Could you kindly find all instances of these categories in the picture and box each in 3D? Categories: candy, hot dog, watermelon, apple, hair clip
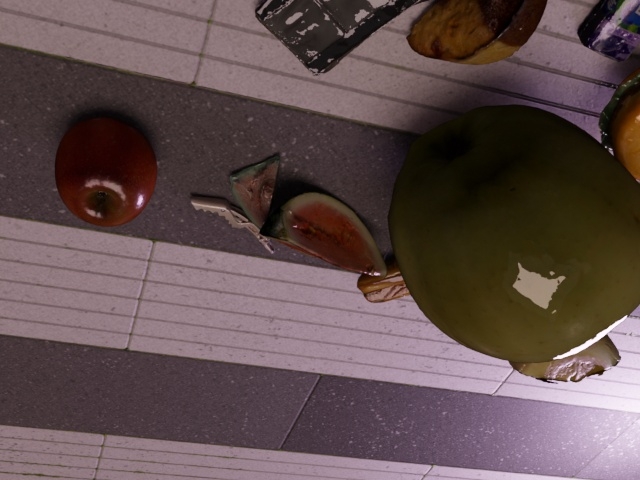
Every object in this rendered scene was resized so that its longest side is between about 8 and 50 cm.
[{"bbox_3d":[0.541,-0.431,1.268,0.088,0.061,0.312,16,132,-18],"label":"candy"},{"bbox_3d":[0.213,0.074,1.752,0.269,0.072,0.115,-15,135,7],"label":"hot dog"},{"bbox_3d":[0.004,-0.027,1.590,0.304,0.159,0.128,23,89,-42],"label":"watermelon"},{"bbox_3d":[-0.384,-0.123,1.415,0.181,0.168,0.180,0,133,0],"label":"apple"},{"bbox_3d":[0.344,-0.014,1.412,0.474,0.473,0.473,-3,136,-3],"label":"apple"},{"bbox_3d":[-0.161,-0.046,1.614,0.226,0.034,0.072,32,121,-31],"label":"hair clip"},{"bbox_3d":[-0.125,-0.085,1.553,0.101,0.080,0.155,-1,146,0],"label":"watermelon"}]

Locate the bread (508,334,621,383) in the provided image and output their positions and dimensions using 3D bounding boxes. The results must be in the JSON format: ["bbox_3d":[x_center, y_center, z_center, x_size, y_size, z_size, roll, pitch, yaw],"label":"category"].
[{"bbox_3d":[0.594,0.244,1.928,0.261,0.158,0.156,9,124,-14],"label":"bread"}]

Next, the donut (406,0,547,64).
[{"bbox_3d":[0.287,-0.368,1.248,0.112,0.151,0.295,6,139,-41],"label":"donut"}]

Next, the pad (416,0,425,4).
[{"bbox_3d":[0.064,-0.443,1.243,0.331,0.004,0.220,-14,136,9],"label":"pad"}]

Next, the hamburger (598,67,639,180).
[{"bbox_3d":[0.624,-0.225,1.415,0.246,0.170,0.246,6,135,6],"label":"hamburger"}]

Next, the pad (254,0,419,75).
[{"bbox_3d":[0.029,-0.384,1.283,0.233,0.022,0.174,-34,129,25],"label":"pad"}]
